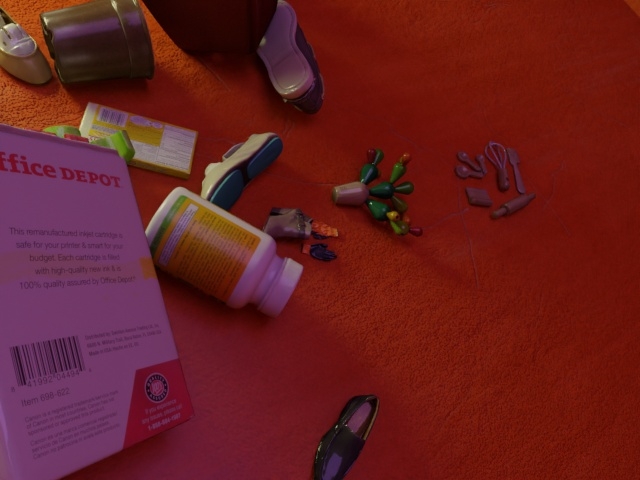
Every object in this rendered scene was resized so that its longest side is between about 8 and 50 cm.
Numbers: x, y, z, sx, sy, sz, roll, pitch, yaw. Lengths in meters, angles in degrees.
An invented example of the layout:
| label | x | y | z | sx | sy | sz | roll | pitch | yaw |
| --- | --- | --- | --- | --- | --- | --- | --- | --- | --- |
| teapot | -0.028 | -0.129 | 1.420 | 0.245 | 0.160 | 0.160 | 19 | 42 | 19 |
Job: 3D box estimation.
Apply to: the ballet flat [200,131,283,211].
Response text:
| label | x | y | z | sx | sy | sz | roll | pitch | yaw |
| --- | --- | --- | --- | --- | --- | --- | --- | --- | --- |
| ballet flat | -0.167 | -0.130 | 1.072 | 0.086 | 0.086 | 0.248 | 39 | 52 | 2 |

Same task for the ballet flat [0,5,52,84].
| label | x | y | z | sx | sy | sz | roll | pitch | yaw |
| --- | --- | --- | --- | --- | --- | --- | --- | --- | --- |
| ballet flat | -0.584 | -0.382 | 1.030 | 0.232 | 0.073 | 0.080 | 43 | 54 | 5 |

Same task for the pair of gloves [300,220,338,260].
| label | x | y | z | sx | sy | sz | roll | pitch | yaw |
| --- | --- | --- | --- | --- | --- | --- | --- | --- | --- |
| pair of gloves | 0.000 | 0.000 | 1.099 | 0.074 | 0.010 | 0.083 | 15 | 57 | -16 |

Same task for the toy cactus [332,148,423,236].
| label | x | y | z | sx | sy | sz | roll | pitch | yaw |
| --- | --- | --- | --- | --- | --- | --- | --- | --- | --- |
| toy cactus | 0.117 | -0.101 | 1.167 | 0.180 | 0.112 | 0.219 | -7 | 72 | -16 |

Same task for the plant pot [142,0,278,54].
| label | x | y | z | sx | sy | sz | roll | pitch | yaw |
| --- | --- | --- | --- | --- | --- | --- | --- | --- | --- |
| plant pot | -0.212 | -0.537 | 1.158 | 0.266 | 0.236 | 0.268 | 8 | 53 | 11 |

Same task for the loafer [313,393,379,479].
| label | x | y | z | sx | sy | sz | roll | pitch | yaw |
| --- | --- | --- | --- | --- | --- | --- | --- | --- | --- |
| loafer | 0.043 | 0.314 | 0.896 | 0.062 | 0.061 | 0.170 | 34 | 54 | -3 |

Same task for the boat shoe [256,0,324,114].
| label | x | y | z | sx | sy | sz | roll | pitch | yaw |
| --- | --- | --- | --- | --- | --- | --- | --- | --- | --- |
| boat shoe | -0.070 | -0.413 | 1.264 | 0.096 | 0.116 | 0.325 | 41 | 24 | -52 |

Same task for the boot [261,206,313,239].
| label | x | y | z | sx | sy | sz | roll | pitch | yaw |
| --- | --- | --- | --- | --- | --- | --- | --- | --- | --- |
| boot | -0.061 | -0.020 | 1.059 | 0.086 | 0.042 | 0.119 | 19 | 47 | -2 |

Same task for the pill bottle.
| label | x | y | z | sx | sy | sz | roll | pitch | yaw |
| --- | --- | --- | --- | --- | --- | --- | --- | --- | --- |
| pill bottle | -0.158 | 0.028 | 0.932 | 0.245 | 0.136 | 0.136 | 29 | 53 | -5 |

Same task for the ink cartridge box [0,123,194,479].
| label | x | y | z | sx | sy | sz | roll | pitch | yaw |
| --- | --- | --- | --- | --- | --- | --- | --- | --- | --- |
| ink cartridge box | -0.339 | 0.078 | 0.684 | 0.279 | 0.160 | 0.385 | 4 | 67 | -66 |

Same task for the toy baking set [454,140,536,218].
| label | x | y | z | sx | sy | sz | roll | pitch | yaw |
| --- | --- | --- | --- | --- | --- | --- | --- | --- | --- |
| toy baking set | 0.435 | -0.156 | 1.374 | 0.256 | 0.030 | 0.197 | -19 | 70 | -32 |

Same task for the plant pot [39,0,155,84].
| label | x | y | z | sx | sy | sz | roll | pitch | yaw |
| --- | --- | --- | --- | --- | --- | --- | --- | --- | --- |
| plant pot | -0.418 | -0.369 | 1.053 | 0.165 | 0.167 | 0.167 | -20 | 71 | -23 |

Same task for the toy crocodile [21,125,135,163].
| label | x | y | z | sx | sy | sz | roll | pitch | yaw |
| --- | --- | --- | --- | --- | --- | --- | --- | --- | --- |
| toy crocodile | -0.455 | -0.133 | 0.876 | 0.340 | 0.105 | 0.115 | -5 | 76 | -48 |

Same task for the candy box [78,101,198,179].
| label | x | y | z | sx | sy | sz | roll | pitch | yaw |
| --- | --- | --- | --- | --- | --- | --- | --- | --- | --- |
| candy box | -0.338 | -0.185 | 1.050 | 0.205 | 0.027 | 0.105 | 14 | 60 | -16 |
